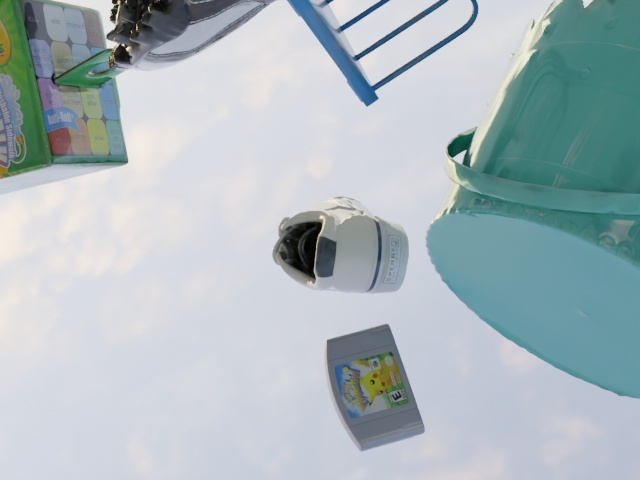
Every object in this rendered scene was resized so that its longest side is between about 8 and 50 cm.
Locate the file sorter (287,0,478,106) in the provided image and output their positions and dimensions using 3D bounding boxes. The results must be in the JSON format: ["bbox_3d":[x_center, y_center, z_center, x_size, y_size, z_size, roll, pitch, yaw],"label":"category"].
[{"bbox_3d":[0.023,-0.204,1.001,0.104,0.118,0.170,-32,-138,8],"label":"file sorter"}]

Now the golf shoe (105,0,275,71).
[{"bbox_3d":[-0.002,-0.097,0.423,0.198,0.094,0.077,-32,-128,56],"label":"golf shoe"}]

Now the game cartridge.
[{"bbox_3d":[0.034,0.103,1.004,0.056,0.017,0.083,-16,-109,-10],"label":"game cartridge"}]

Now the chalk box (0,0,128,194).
[{"bbox_3d":[-0.236,-0.107,1.109,0.213,0.132,0.132,-11,178,21],"label":"chalk box"}]

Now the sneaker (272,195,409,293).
[{"bbox_3d":[0.000,0.000,1.341,0.258,0.091,0.094,-179,-82,-73],"label":"sneaker"}]

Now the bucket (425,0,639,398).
[{"bbox_3d":[0.218,-0.022,0.999,0.281,0.281,0.183,12,-117,43],"label":"bucket"}]
